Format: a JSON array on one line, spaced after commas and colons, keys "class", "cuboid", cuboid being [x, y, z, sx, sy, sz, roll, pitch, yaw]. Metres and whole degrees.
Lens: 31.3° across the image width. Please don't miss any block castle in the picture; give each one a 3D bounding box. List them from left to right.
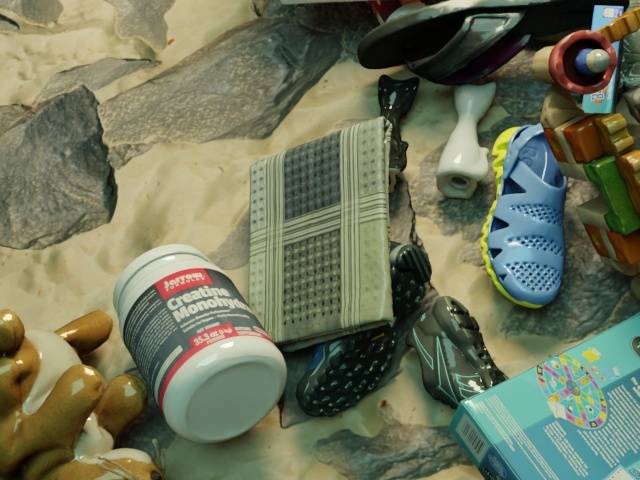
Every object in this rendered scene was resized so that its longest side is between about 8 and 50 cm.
[{"class": "block castle", "cuboid": [0.511, -0.126, 1.588, 0.303, 0.213, 0.453, -27, 100, -3]}]

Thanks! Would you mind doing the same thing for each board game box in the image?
[{"class": "board game box", "cuboid": [0.435, -0.240, 1.767, 0.047, 0.160, 0.210, 6, 87, 16]}, {"class": "board game box", "cuboid": [0.384, 0.270, 1.550, 0.336, 0.079, 0.254, -21, 60, -26]}]

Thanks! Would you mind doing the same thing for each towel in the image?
[{"class": "towel", "cuboid": [0.000, 0.000, 1.736, 0.312, 0.056, 0.324, -16, 67, 44]}]

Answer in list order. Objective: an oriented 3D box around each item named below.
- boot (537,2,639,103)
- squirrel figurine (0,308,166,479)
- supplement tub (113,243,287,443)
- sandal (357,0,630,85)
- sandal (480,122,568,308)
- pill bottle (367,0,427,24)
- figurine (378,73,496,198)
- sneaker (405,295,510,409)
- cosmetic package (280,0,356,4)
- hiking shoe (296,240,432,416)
[{"class": "boot", "cuboid": [0.439, -0.307, 1.883, 0.246, 0.083, 0.161, 3, 74, 17]}, {"class": "squirrel figurine", "cuboid": [-0.412, 0.343, 1.692, 0.397, 0.281, 0.370, -40, 73, 8]}, {"class": "supplement tub", "cuboid": [-0.187, 0.150, 1.713, 0.191, 0.191, 0.272, -34, 48, -5]}, {"class": "sandal", "cuboid": [0.268, -0.324, 1.827, 0.445, 0.167, 0.107, -11, 76, 19]}, {"class": "sandal", "cuboid": [0.323, -0.054, 1.738, 0.126, 0.138, 0.317, 9, 67, -16]}, {"class": "pill bottle", "cuboid": [0.138, -0.402, 1.986, 0.086, 0.086, 0.152, -26, 63, -1]}, {"class": "figurine", "cuboid": [0.180, -0.183, 1.878, 0.214, 0.092, 0.209, 5, 62, 14]}, {"class": "sneaker", "cuboid": [0.220, 0.215, 1.687, 0.106, 0.101, 0.267, -38, 63, 20]}, {"class": "cosmetic package", "cuboid": [0.090, -0.645, 1.918, 0.329, 0.327, 0.394, 1, 45, 13]}, {"class": "hiking shoe", "cuboid": [0.052, 0.132, 1.760, 0.304, 0.113, 0.132, -55, 36, -8]}]
